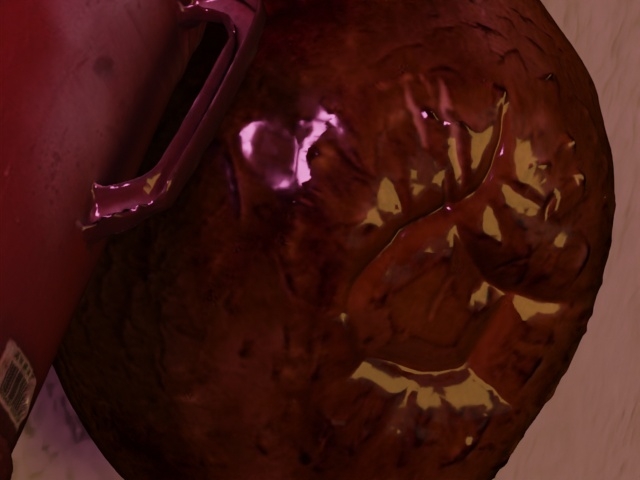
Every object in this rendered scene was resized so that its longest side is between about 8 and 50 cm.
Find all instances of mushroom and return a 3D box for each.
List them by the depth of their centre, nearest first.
[{"bbox_3d":[0.008,0.004,0.594,0.194,0.138,0.231,6,101,-39],"label":"mushroom"}]

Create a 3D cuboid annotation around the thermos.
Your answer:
[{"bbox_3d":[-0.088,-0.035,0.474,0.099,0.124,0.232,72,33,-50],"label":"thermos"}]
